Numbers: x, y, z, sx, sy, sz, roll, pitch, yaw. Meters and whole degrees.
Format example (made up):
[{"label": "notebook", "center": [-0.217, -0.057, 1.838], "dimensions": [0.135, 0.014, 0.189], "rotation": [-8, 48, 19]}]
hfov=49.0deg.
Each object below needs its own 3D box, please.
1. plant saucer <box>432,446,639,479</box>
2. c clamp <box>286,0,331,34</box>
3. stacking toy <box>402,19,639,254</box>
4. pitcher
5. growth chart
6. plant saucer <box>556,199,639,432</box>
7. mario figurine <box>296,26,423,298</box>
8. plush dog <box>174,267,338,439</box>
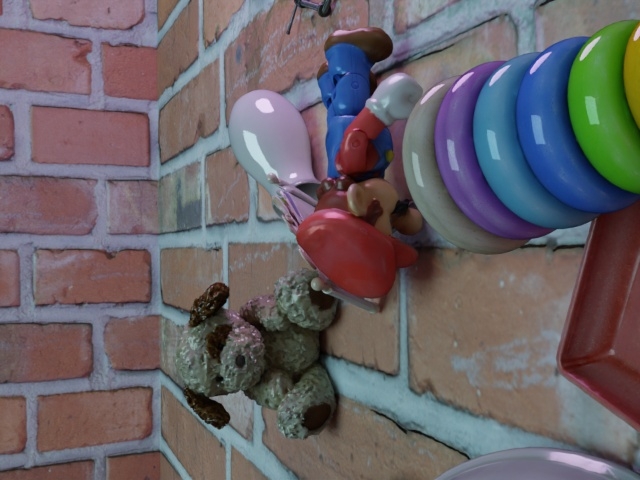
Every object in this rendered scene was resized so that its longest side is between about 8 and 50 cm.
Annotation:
[{"label": "plant saucer", "center": [0.128, 0.342, 0.494], "dimensions": [0.401, 0.101, 0.400], "rotation": [-30, 46, 37]}, {"label": "c clamp", "center": [-0.008, -0.389, 1.104], "dimensions": [0.161, 0.022, 0.137], "rotation": [-140, 59, -62]}, {"label": "stacking toy", "center": [0.191, -0.082, 0.409], "dimensions": [0.330, 0.141, 0.141], "rotation": [-19, 73, 61]}, {"label": "pitcher", "center": [-0.071, -0.125, 1.145], "dimensions": [0.177, 0.126, 0.207], "rotation": [101, 147, -61]}, {"label": "growth chart", "center": [0.000, 0.000, 0.939], "dimensions": [0.021, 0.172, 0.237], "rotation": [-41, 46, 17]}, {"label": "plant saucer", "center": [0.275, 0.026, 0.431], "dimensions": [0.258, 0.048, 0.258], "rotation": [-139, 53, -60]}, {"label": "mario figurine", "center": [0.070, -0.086, 0.852], "dimensions": [0.170, 0.198, 0.320], "rotation": [-9, 69, 25]}, {"label": "plush dog", "center": [-0.111, 0.165, 1.083], "dimensions": [0.211, 0.226, 0.262], "rotation": [-166, 77, -65]}]
